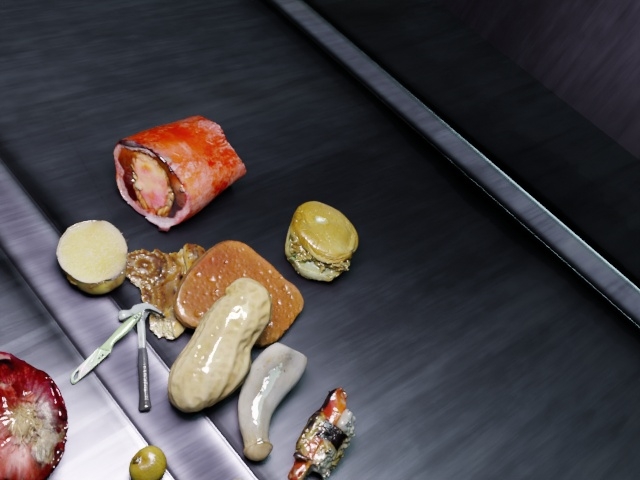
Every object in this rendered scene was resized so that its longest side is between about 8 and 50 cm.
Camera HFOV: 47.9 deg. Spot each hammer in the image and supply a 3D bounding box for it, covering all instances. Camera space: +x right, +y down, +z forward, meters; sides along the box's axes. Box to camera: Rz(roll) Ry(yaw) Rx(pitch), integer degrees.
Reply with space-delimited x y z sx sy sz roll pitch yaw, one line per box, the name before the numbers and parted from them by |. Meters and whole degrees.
hammer | -0.378 0.248 1.555 0.103 0.029 0.246 -17 59 6

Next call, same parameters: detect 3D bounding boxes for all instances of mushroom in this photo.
mushroom | -0.119 0.336 1.552 0.118 0.103 0.270 29 53 -4

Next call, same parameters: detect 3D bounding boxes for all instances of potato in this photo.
potato | -0.518 0.046 1.665 0.164 0.081 0.200 -15 54 -20

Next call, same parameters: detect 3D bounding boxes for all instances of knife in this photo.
knife | -0.454 0.227 1.540 0.030 0.014 0.207 34 63 18

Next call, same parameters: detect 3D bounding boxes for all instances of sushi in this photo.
sushi | 0.007 0.422 1.521 0.103 0.097 0.226 30 61 14

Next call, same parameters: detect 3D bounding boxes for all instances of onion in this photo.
onion | -0.608 0.341 1.302 0.272 0.195 0.272 36 42 -39

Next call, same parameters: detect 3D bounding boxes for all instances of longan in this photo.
longan | -0.336 0.431 1.392 0.075 0.083 0.075 -15 48 17

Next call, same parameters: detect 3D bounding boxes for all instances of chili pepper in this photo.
chili pepper | -0.343 -0.200 1.849 0.251 0.229 0.305 27 45 27

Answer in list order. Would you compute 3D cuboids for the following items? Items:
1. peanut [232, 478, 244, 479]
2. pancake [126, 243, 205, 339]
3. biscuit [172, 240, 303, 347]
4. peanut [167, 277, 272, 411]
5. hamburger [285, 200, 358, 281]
peanut | -0.207 0.529 1.348 0.098 0.090 0.214 29 46 23
pancake | -0.380 0.089 1.692 0.244 0.057 0.266 24 47 2
biscuit | -0.193 0.145 1.686 0.277 0.052 0.262 40 52 -10
peanut | -0.207 0.225 1.533 0.152 0.152 0.313 27 70 4
hamburger | 0.000 0.000 1.873 0.189 0.122 0.215 20 42 -12
